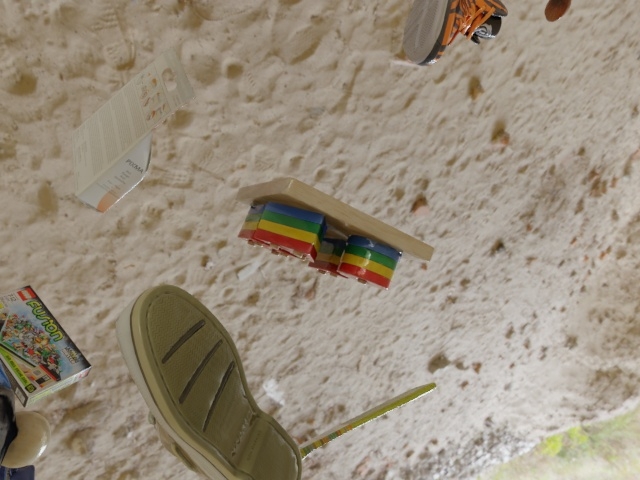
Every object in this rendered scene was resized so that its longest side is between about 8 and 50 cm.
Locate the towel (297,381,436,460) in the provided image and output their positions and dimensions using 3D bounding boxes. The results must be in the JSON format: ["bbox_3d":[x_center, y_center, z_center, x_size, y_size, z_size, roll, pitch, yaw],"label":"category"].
[{"bbox_3d":[0.068,0.285,0.752,0.237,0.021,0.102,-21,164,-16],"label":"towel"}]

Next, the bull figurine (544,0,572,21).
[{"bbox_3d":[0.218,-0.361,0.479,0.101,0.188,0.310,-47,-163,59],"label":"bull figurine"}]

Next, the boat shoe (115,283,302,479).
[{"bbox_3d":[-0.131,0.182,0.512,0.302,0.103,0.113,65,32,-22],"label":"boat shoe"}]

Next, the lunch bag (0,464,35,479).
[{"bbox_3d":[-0.479,0.385,0.720,0.065,0.067,0.098,22,99,-36],"label":"lunch bag"}]

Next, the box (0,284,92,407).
[{"bbox_3d":[-0.514,0.178,0.840,0.114,0.207,0.036,-25,156,-55],"label":"box"}]

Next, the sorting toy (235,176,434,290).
[{"bbox_3d":[0.000,0.000,0.778,0.257,0.255,0.089,24,82,-24],"label":"sorting toy"}]

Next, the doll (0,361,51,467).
[{"bbox_3d":[-0.224,0.096,0.277,0.046,0.129,0.189,-16,144,4],"label":"doll"}]

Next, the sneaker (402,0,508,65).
[{"bbox_3d":[0.267,-0.420,0.902,0.180,0.321,0.124,26,149,-17],"label":"sneaker"}]

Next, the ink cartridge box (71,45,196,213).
[{"bbox_3d":[-0.221,-0.137,0.579,0.179,0.145,0.045,-36,139,6],"label":"ink cartridge box"}]
